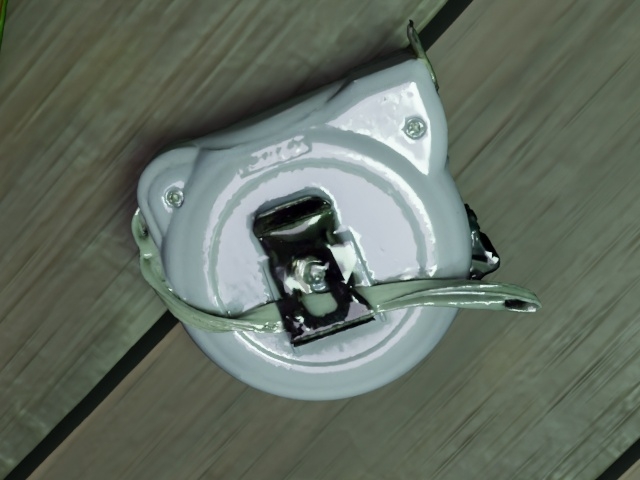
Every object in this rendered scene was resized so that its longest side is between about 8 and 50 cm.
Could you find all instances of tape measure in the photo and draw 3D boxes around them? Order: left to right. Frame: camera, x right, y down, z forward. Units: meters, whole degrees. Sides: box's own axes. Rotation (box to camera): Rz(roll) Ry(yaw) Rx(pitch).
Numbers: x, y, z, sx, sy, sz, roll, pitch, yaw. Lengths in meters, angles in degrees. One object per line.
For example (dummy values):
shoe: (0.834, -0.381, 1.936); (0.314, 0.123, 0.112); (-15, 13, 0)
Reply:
tape measure: (0.004, 0.002, 0.652); (0.196, 0.105, 0.178); (-28, 105, 6)

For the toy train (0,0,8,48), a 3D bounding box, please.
toy train: (-0.221, -0.179, 0.522); (0.173, 0.249, 0.307); (12, 104, -1)
